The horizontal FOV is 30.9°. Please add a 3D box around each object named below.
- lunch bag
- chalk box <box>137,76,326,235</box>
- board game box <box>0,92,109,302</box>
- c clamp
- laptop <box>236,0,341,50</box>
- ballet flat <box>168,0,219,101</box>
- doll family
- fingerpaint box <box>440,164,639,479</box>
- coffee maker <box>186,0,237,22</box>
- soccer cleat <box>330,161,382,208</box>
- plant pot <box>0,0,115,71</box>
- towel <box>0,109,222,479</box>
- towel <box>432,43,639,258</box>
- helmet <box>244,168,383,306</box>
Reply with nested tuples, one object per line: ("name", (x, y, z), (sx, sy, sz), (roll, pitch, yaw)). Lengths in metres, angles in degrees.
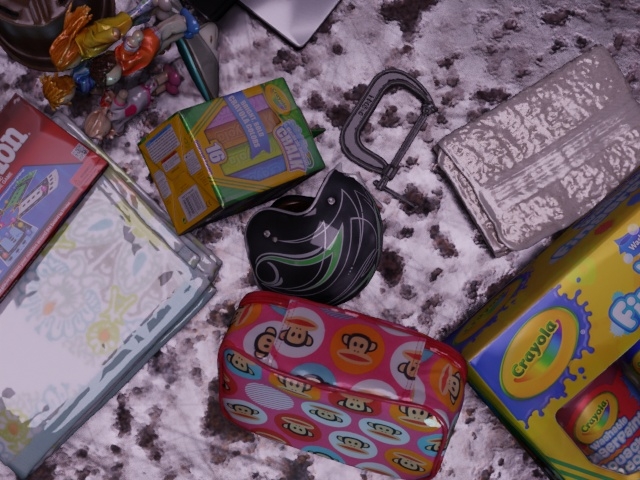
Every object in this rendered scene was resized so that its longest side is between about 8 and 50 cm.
("lunch bag", (0.022, 0.193, 1.406), (0.293, 0.258, 0.120), (17, 55, 8))
("chalk box", (-0.093, -0.113, 1.449), (0.213, 0.132, 0.132), (-24, 88, -36))
("board game box", (-0.402, -0.027, 1.414), (0.145, 0.027, 0.281), (37, 84, 2))
("c clamp", (0.101, -0.141, 1.537), (0.137, 0.022, 0.161), (26, 87, 4))
("laptop", (-0.048, -0.531, 1.440), (0.382, 0.236, 0.408), (38, 86, 0))
("ballet flat", (-0.171, -0.282, 1.503), (0.068, 0.072, 0.213), (-32, 88, -8))
("doll family", (-0.259, -0.220, 1.409), (0.163, 0.263, 0.118), (-34, 83, -21))
("fingerpaint box", (0.439, 0.130, 1.446), (0.445, 0.163, 0.371), (-40, 97, -5))
("coffee maker", (-0.095, -0.358, 1.440), (0.178, 0.120, 0.171), (-38, 97, 24))
("soccer cleat", (0.050, -0.071, 1.524), (0.083, 0.029, 0.036), (32, 90, 4))
("plant pot", (-0.351, -0.308, 1.447), (0.167, 0.165, 0.167), (0, 87, -2))
("towel", (-0.354, 0.063, 1.468), (0.320, 0.090, 0.374), (44, 86, 3))
("towel", (0.306, -0.118, 1.531), (0.282, 0.049, 0.187), (-33, 90, -5))
("helmet", (0.000, 0.000, 1.451), (0.161, 0.169, 0.169), (-11, 87, 13))
